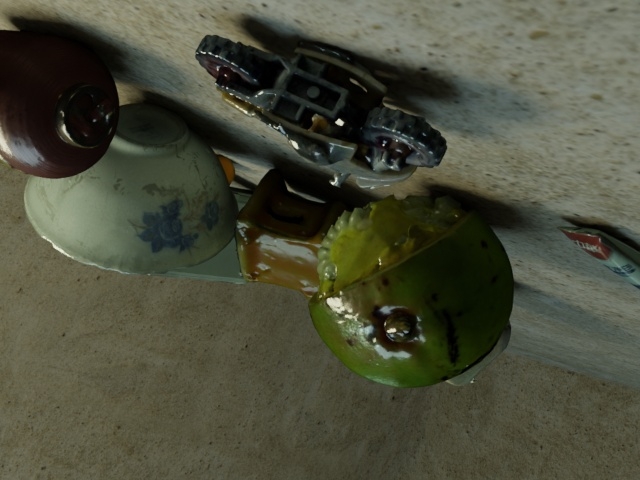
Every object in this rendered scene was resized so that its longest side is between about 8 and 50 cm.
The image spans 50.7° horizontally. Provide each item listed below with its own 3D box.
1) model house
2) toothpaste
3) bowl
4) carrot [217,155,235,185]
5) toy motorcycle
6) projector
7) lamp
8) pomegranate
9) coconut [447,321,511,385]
[{"bbox_3d":[0.003,-0.010,1.089,0.239,0.174,0.268,15,-145,6],"label":"model house"},{"bbox_3d":[0.372,0.036,0.785,0.239,0.039,0.062,27,178,-25],"label":"toothpaste"},{"bbox_3d":[-0.257,-0.108,0.978,0.313,0.146,0.313,13,-141,-11],"label":"bowl"},{"bbox_3d":[-0.232,-0.135,1.246,0.061,0.061,0.209,26,175,-36],"label":"carrot"},{"bbox_3d":[-0.001,-0.106,0.591,0.229,0.094,0.130,25,176,11],"label":"toy motorcycle"},{"bbox_3d":[-0.239,-0.022,1.319,0.256,0.192,0.099,9,-171,-34],"label":"projector"},{"bbox_3d":[-0.356,-0.170,0.828,0.258,0.180,0.180,18,172,36],"label":"lamp"},{"bbox_3d":[0.129,0.057,0.894,0.260,0.261,0.340,18,-163,23],"label":"pomegranate"},{"bbox_3d":[0.255,0.158,1.325,0.244,0.239,0.239,18,172,42],"label":"coconut"}]
